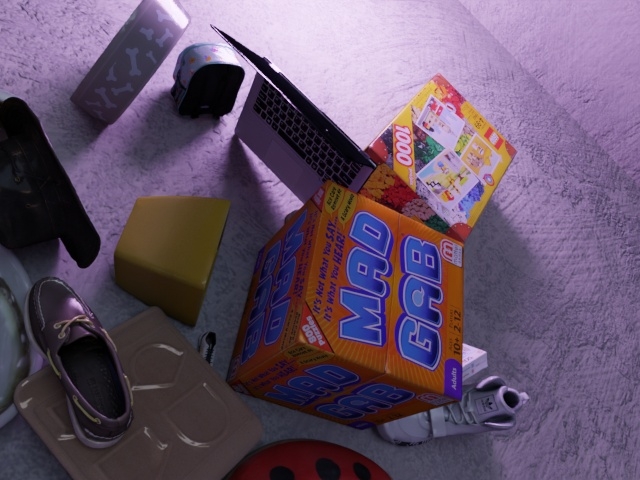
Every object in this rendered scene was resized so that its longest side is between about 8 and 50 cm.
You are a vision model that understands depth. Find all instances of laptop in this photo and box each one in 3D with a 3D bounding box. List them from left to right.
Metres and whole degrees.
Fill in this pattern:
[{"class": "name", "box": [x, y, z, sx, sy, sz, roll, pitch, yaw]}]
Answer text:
[{"class": "laptop", "box": [-0.090, -0.223, 1.248, 0.382, 0.408, 0.236, 46, 49, 10]}]

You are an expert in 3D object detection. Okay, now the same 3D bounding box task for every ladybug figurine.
[{"class": "ladybug figurine", "box": [0.008, 0.547, 1.085, 0.449, 0.162, 0.305, 18, 57, -22]}]

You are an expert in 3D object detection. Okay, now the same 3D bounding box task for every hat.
[{"class": "hat", "box": [-0.540, -0.078, 0.991, 0.134, 0.331, 0.331, -32, 84, -36]}]

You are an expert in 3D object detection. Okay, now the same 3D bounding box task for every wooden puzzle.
[{"class": "wooden puzzle", "box": [-0.322, 0.330, 1.019, 0.348, 0.080, 0.322, 47, 42, 9]}]

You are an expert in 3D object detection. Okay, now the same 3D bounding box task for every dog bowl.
[{"class": "dog bowl", "box": [-0.421, -0.410, 1.240, 0.102, 0.348, 0.349, 38, 50, -25]}]

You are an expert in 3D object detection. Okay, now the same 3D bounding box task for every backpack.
[{"class": "backpack", "box": [-0.287, -0.419, 1.411, 0.165, 0.188, 0.145, -7, 69, -33]}]

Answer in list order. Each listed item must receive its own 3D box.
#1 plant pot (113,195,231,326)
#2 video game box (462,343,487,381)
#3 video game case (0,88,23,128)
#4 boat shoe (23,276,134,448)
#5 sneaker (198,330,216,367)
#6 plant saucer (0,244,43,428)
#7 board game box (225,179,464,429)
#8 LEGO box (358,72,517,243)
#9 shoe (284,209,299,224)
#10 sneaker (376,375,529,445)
[{"class": "plant pot", "box": [-0.314, 0.026, 1.154, 0.187, 0.212, 0.212, 17, 57, -9]}, {"class": "video game box", "box": [0.273, 0.295, 1.368, 0.187, 0.205, 0.048, -15, 109, -38]}, {"class": "video game case", "box": [-0.679, -0.277, 1.074, 0.206, 0.227, 0.026, 22, 77, -20]}, {"class": "boat shoe", "box": [-0.411, 0.187, 0.943, 0.116, 0.097, 0.324, -13, 62, -43]}, {"class": "sneaker", "box": [-0.242, 0.243, 1.174, 0.040, 0.043, 0.109, 12, 61, -28]}, {"class": "plant saucer", "box": [-0.624, 0.132, 0.877, 0.400, 0.100, 0.401, -21, 90, -79]}, {"class": "board game box", "box": [0.056, 0.161, 1.198, 0.356, 0.356, 0.356, 24, 55, -19]}, {"class": "LEGO box", "box": [0.339, -0.228, 1.689, 0.372, 0.193, 0.500, 43, 51, -4]}, {"class": "shoe", "box": [0.000, 0.000, 1.443, 0.219, 0.058, 0.077, 41, 51, -6]}, {"class": "sneaker", "box": [0.320, 0.402, 1.324, 0.365, 0.210, 0.138, 5, 63, -29]}]
